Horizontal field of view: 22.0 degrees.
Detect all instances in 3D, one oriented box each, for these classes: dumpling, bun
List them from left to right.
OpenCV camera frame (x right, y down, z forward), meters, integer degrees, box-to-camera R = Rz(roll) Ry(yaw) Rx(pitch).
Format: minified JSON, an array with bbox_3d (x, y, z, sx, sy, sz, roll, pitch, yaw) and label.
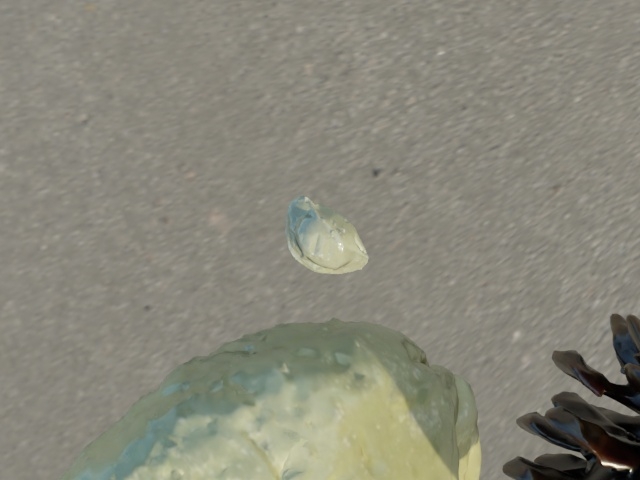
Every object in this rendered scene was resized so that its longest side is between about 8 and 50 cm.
[{"bbox_3d":[-0.017,0.133,0.663,0.134,0.220,0.220,50,117,24],"label":"bun"},{"bbox_3d":[0.000,0.001,1.379,0.077,0.043,0.059,31,132,-33],"label":"dumpling"}]

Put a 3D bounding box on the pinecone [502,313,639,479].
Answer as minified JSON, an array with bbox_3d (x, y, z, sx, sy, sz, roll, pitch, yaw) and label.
[{"bbox_3d":[0.330,0.265,1.442,0.398,0.398,0.397,5,103,23],"label":"pinecone"}]
